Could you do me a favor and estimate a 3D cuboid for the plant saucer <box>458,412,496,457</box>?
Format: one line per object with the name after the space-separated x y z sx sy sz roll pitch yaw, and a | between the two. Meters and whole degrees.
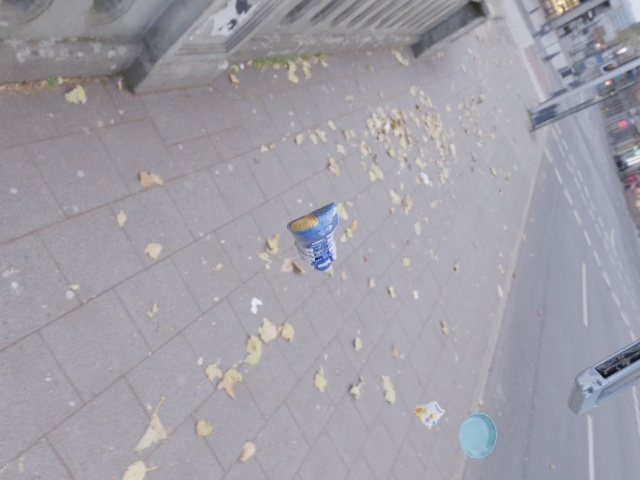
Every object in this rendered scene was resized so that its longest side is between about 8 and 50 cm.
0.432 0.539 1.249 0.119 0.021 0.119 2 84 -15 | plant saucer

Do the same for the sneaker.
0.000 0.000 0.968 0.296 0.112 0.131 173 -106 -86 | sneaker

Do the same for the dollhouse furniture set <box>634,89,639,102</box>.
0.854 -0.264 0.732 0.394 0.362 0.256 13 45 -19 | dollhouse furniture set

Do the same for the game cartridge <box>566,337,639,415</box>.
0.754 0.324 1.118 0.062 0.297 0.198 60 -4 37 | game cartridge

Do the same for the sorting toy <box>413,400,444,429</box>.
0.353 0.550 1.429 0.083 0.075 0.045 48 3 -8 | sorting toy
